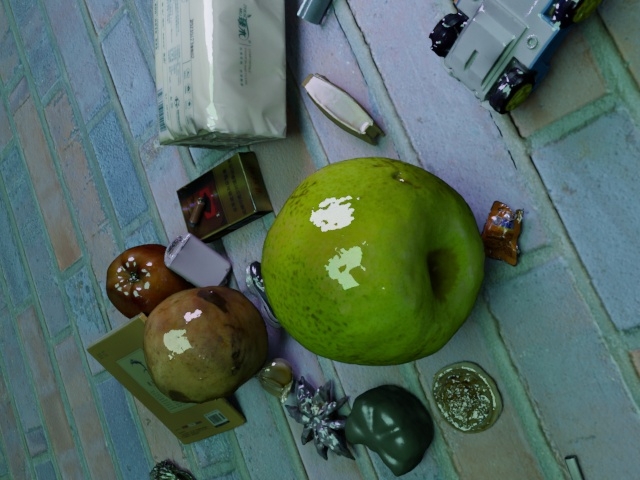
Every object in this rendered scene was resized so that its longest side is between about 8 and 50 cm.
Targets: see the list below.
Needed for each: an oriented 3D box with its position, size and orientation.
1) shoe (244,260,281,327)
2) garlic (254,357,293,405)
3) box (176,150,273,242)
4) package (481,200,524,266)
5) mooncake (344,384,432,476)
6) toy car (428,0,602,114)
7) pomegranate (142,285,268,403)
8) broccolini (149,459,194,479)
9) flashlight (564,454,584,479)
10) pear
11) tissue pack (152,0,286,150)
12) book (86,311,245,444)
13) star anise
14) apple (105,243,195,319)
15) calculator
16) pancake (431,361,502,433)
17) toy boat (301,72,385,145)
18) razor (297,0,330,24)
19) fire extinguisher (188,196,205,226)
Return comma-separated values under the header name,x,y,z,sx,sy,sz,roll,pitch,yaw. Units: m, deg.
name,x,y,z,sx,sy,sz,roll,pitch,yaw
shoe,-0.104,0.111,1.293,0.099,0.071,0.169,-32,79,31
garlic,-0.106,0.317,1.307,0.094,0.074,0.113,24,117,2
box,-0.240,-0.100,1.371,0.240,0.071,0.159,-23,83,35
package,0.322,-0.012,0.990,0.077,0.033,0.110,17,109,24
mooncake,0.131,0.383,1.125,0.175,0.104,0.168,-13,92,40
toy car,0.320,-0.355,0.875,0.198,0.166,0.314,50,137,21
pomegranate,-0.261,0.229,1.248,0.281,0.281,0.280,4,96,36
broccolini,-0.322,0.680,1.495,0.393,0.074,0.078,2,103,37
flashlight,0.439,0.409,0.951,0.018,0.018,0.083,-24,80,35
pear,0.072,0.035,0.978,0.391,0.391,0.390,4,96,36
tissue pack,-0.225,-0.397,1.226,0.297,0.207,0.379,6,97,51
book,-0.402,0.370,1.444,0.269,0.032,0.388,-28,108,34
star anise,-0.005,0.401,1.248,0.181,0.061,0.204,-25,80,35
apple,-0.436,0.111,1.435,0.234,0.234,0.233,4,96,36
calculator,-0.298,0.057,1.375,0.100,0.175,0.032,-56,26,-12
pancake,0.275,0.298,1.058,0.140,0.022,0.139,4,96,35
toy boat,0.044,-0.269,1.146,0.206,0.072,0.064,44,102,13
razor,-0.062,-0.568,1.209,0.232,0.068,0.106,46,118,29
fire extinguisher,-0.297,-0.071,1.356,0.083,0.023,0.028,-63,24,22
